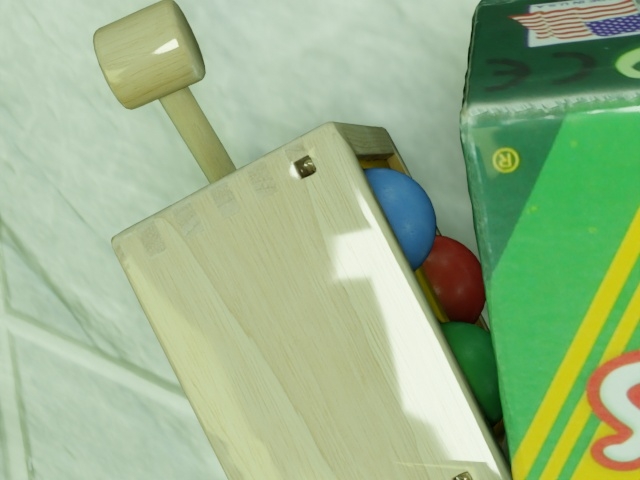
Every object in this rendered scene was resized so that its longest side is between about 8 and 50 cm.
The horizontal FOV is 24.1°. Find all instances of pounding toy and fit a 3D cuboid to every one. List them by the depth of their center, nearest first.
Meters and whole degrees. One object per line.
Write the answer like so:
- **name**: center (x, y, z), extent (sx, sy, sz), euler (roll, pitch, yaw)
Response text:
- **pounding toy**: center (-0.001, -0.006, 0.548), extent (0.094, 0.181, 0.206), euler (-27, 88, 11)

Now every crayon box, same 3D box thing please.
- **crayon box**: center (0.162, 0.078, 0.443), extent (0.202, 0.081, 0.318), euler (-6, 119, 12)
